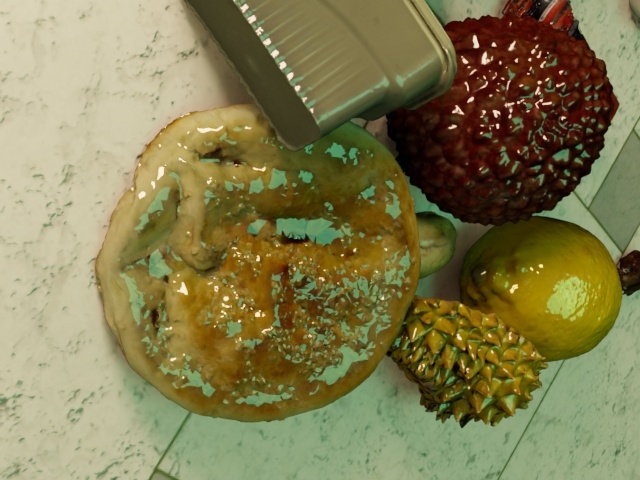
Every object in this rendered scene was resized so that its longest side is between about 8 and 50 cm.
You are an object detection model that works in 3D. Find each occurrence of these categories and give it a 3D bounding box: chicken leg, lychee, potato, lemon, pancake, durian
[{"bbox_3d":[0.438,0.073,1.896,0.304,0.093,0.113,-14,132,-49],"label":"chicken leg"},{"bbox_3d":[0.204,-0.145,1.471,0.264,0.300,0.264,43,35,-41],"label":"lychee"},{"bbox_3d":[0.095,0.012,1.527,0.170,0.080,0.107,-12,153,-23],"label":"potato"},{"bbox_3d":[0.299,0.066,1.665,0.260,0.204,0.204,12,97,-39],"label":"lemon"},{"bbox_3d":[-0.054,0.029,1.341,0.387,0.082,0.387,-6,105,-24],"label":"pancake"},{"bbox_3d":[0.179,0.166,1.569,0.341,0.191,0.112,51,52,-52],"label":"durian"}]

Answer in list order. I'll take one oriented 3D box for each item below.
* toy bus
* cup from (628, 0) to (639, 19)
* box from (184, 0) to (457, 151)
[{"bbox_3d":[0.324,-0.242,1.648,0.073,0.096,0.235,-56,136,-16],"label":"toy bus"},{"bbox_3d":[0.571,-0.418,1.754,0.257,0.219,0.290,4,135,-44],"label":"cup"},{"bbox_3d":[-0.008,-0.225,1.252,0.178,0.138,0.274,-36,95,-23],"label":"box"}]
